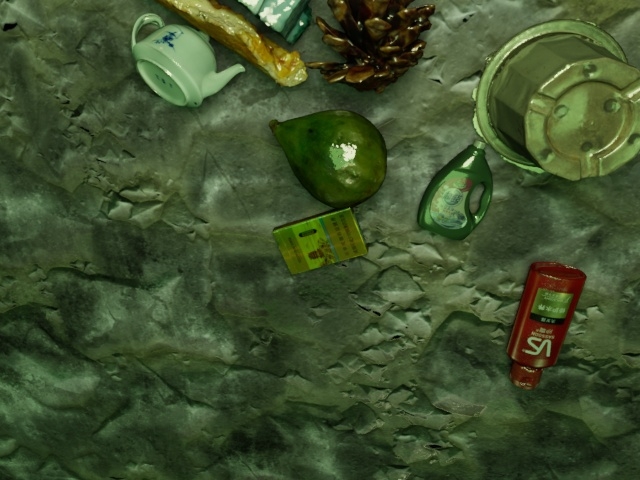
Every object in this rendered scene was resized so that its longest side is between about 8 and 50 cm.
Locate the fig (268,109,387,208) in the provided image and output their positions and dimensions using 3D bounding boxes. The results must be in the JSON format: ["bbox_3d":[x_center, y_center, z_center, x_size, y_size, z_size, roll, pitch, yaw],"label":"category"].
[{"bbox_3d":[0.008,-0.169,1.025,0.245,0.195,0.195,18,117,-10],"label":"fig"}]

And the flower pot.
[{"bbox_3d":[0.426,-0.225,0.893,0.291,0.259,0.290,3,115,6],"label":"flower pot"}]

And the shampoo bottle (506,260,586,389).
[{"bbox_3d":[0.501,0.199,1.186,0.118,0.076,0.314,7,116,3],"label":"shampoo bottle"}]

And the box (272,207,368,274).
[{"bbox_3d":[0.000,0.000,1.196,0.193,0.030,0.121,-16,112,16],"label":"box"}]

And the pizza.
[{"bbox_3d":[-0.184,-0.401,0.948,0.365,0.182,0.073,33,98,-1],"label":"pizza"}]

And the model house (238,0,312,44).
[{"bbox_3d":[-0.075,-0.547,0.844,0.295,0.251,0.329,37,108,-8],"label":"model house"}]

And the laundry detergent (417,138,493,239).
[{"bbox_3d":[0.296,-0.108,1.082,0.137,0.063,0.210,21,115,-3],"label":"laundry detergent"}]

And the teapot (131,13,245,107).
[{"bbox_3d":[-0.270,-0.359,1.017,0.232,0.159,0.159,32,116,3],"label":"teapot"}]

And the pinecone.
[{"bbox_3d":[0.088,-0.367,0.904,0.203,0.229,0.201,29,131,18],"label":"pinecone"}]
